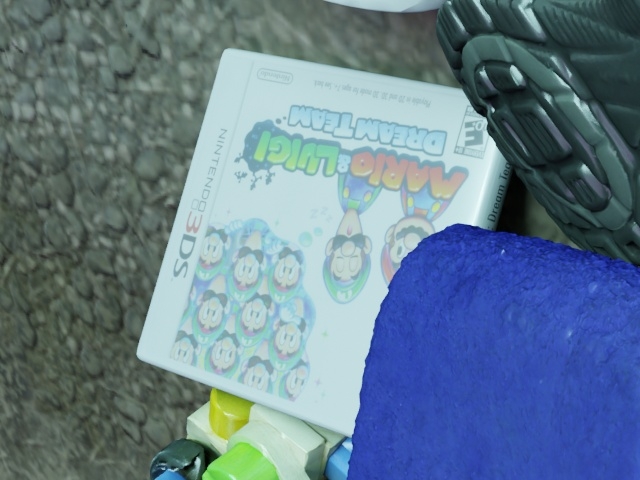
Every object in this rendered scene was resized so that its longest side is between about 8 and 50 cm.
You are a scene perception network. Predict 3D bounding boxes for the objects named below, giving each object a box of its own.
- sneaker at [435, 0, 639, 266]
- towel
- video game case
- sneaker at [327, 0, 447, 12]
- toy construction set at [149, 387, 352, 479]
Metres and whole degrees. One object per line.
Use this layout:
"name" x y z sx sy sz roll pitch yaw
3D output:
"sneaker" 0.129 -0.073 0.486 0.109 0.130 0.286 57 163 -2
"towel" 0.107 0.127 0.475 0.308 0.076 0.228 21 102 59
"video game case" 0.000 0.000 0.672 0.157 0.019 0.143 15 88 40
"sneaker" -0.042 -0.200 0.575 0.290 0.106 0.123 44 142 18
"toy construction set" 0.009 0.180 0.758 0.215 0.151 0.328 35 125 25
